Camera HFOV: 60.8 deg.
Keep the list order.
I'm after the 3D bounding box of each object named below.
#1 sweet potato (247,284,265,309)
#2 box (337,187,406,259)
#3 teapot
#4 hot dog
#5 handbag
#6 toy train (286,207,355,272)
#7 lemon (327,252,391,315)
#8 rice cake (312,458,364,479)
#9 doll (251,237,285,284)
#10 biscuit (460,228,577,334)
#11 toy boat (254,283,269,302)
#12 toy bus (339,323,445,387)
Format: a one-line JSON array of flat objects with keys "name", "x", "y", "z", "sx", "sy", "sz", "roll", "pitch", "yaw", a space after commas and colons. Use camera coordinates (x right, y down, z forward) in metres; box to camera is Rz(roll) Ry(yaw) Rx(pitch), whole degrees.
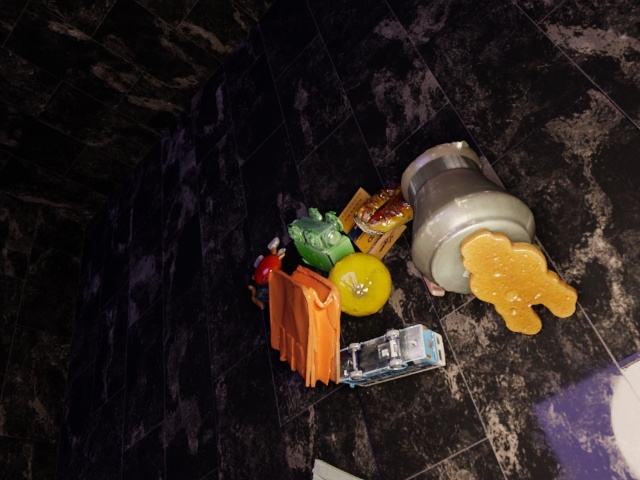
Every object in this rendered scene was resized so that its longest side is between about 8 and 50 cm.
[{"name": "sweet potato", "x": -0.246, "y": 0.226, "z": 2.117, "sx": 0.044, "sy": 0.044, "sz": 0.179, "roll": -57, "pitch": 32, "yaw": 7}, {"name": "box", "x": 0.162, "y": -0.055, "z": 1.802, "sx": 0.152, "sy": 0.070, "sz": 0.237, "roll": -53, "pitch": 37, "yaw": 12}, {"name": "teapot", "x": 0.352, "y": -0.042, "z": 1.442, "sx": 0.362, "sy": 0.305, "sz": 0.376, "roll": -99, "pitch": 21, "yaw": -48}, {"name": "hot dog", "x": 0.227, "y": -0.110, "z": 1.667, "sx": 0.270, "sy": 0.082, "sz": 0.162, "roll": -32, "pitch": 39, "yaw": -10}, {"name": "handbag", "x": -0.053, "y": 0.247, "z": 1.668, "sx": 0.410, "sy": 0.116, "sz": 0.304, "roll": -162, "pitch": 70, "yaw": -70}, {"name": "toy train", "x": 0.000, "y": 0.000, "z": 1.851, "sx": 0.132, "sy": 0.188, "sz": 0.243, "roll": -38, "pitch": 32, "yaw": -23}, {"name": "lemon", "x": 0.116, "y": 0.130, "z": 1.633, "sx": 0.192, "sy": 0.192, "sz": 0.231, "roll": -59, "pitch": -1, "yaw": 4}, {"name": "rice cake", "x": 0.055, "y": 0.677, "z": 1.505, "sx": 0.221, "sy": 0.042, "sz": 0.080, "roll": 2, "pitch": 75, "yaw": 48}, {"name": "doll", "x": -0.197, "y": 0.096, "z": 2.109, "sx": 0.183, "sy": 0.085, "sz": 0.217, "roll": -48, "pitch": 23, "yaw": 14}, {"name": "biscuit", "x": 0.439, "y": 0.088, "z": 1.243, "sx": 0.186, "sy": 0.295, "sz": 0.044, "roll": -36, "pitch": 15, "yaw": 25}, {"name": "toy boat", "x": -0.161, "y": 0.204, "z": 1.992, "sx": 0.246, "sy": 0.093, "sz": 0.103, "roll": -6, "pitch": 85, "yaw": 47}, {"name": "toy bus", "x": 0.185, "y": 0.321, "z": 1.498, "sx": 0.297, "sy": 0.131, "sz": 0.106, "roll": -27, "pitch": 52, "yaw": 37}]
